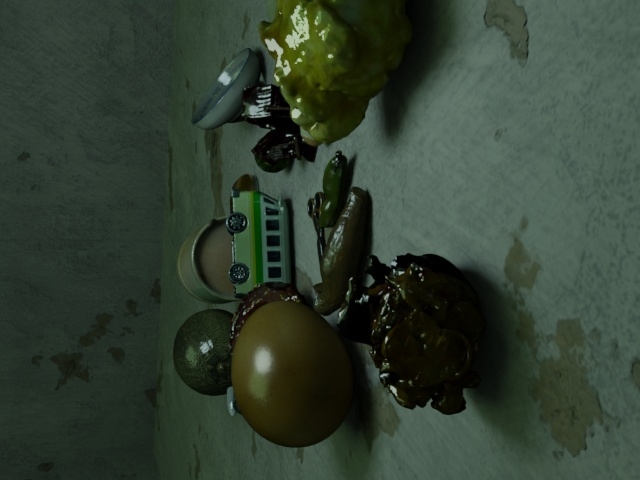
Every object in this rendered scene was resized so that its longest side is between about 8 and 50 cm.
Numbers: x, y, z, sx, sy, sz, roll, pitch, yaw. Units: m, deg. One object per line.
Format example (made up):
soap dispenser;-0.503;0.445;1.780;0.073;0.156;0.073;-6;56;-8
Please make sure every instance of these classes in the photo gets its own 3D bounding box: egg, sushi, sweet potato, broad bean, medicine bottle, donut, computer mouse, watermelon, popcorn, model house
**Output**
egg;-0.062;0.271;1.580;0.250;0.250;0.322;111;147;-44
sushi;0.145;0.134;1.118;0.204;0.200;0.213;-147;60;-61
egg;-0.011;-0.249;1.691;0.071;0.071;0.083;-129;40;-58
sweet potato;0.039;0.030;1.544;0.112;0.085;0.285;-121;37;-61
broad bean;0.028;-0.107;1.621;0.070;0.048;0.213;-112;27;-42
medicine bottle;-0.293;0.067;2.200;0.406;0.236;0.235;162;106;-70
donut;-0.112;0.209;1.825;0.230;0.096;0.216;-16;59;33
computer mouse;-0.242;-0.112;2.321;0.245;0.056;0.126;134;132;-63
watermelon;-0.122;-0.223;1.940;0.109;0.109;0.109;179;90;-69
popcorn;0.038;-0.374;1.361;0.292;0.294;0.334;59;-140;-45
model house;-0.101;-0.278;1.798;0.141;0.164;0.203;163;103;-74

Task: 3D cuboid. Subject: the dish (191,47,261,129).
dish;-0.242;-0.414;2.217;0.273;0.134;0.273;-42;27;27

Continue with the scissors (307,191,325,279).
scissors;0.000;0.000;1.742;0.088;0.017;0.220;144;123;-61

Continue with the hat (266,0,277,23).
hat;-0.025;-0.571;1.632;0.257;0.130;0.257;180;90;-69

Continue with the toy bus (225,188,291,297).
toy bus;-0.159;0.008;1.954;0.133;0.165;0.276;143;125;-82

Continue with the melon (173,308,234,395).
melon;-0.321;0.330;2.276;0.329;0.249;0.248;-145;57;-73

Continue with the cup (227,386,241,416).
cup;-0.141;0.343;1.933;0.300;0.167;0.173;-35;42;34
